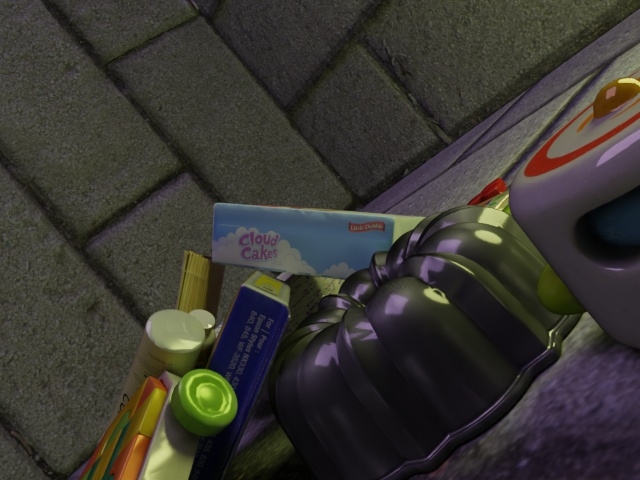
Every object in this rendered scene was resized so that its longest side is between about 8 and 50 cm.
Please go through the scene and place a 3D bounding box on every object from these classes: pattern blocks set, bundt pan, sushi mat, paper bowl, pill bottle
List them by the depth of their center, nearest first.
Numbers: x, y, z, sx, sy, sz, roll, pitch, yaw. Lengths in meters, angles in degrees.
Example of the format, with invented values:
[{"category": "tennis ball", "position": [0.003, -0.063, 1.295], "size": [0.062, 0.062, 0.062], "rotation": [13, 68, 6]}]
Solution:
[{"category": "bundt pan", "position": [0.079, 0.083, 0.633], "size": [0.331, 0.124, 0.331], "rotation": [-40, 2, 2]}, {"category": "pill bottle", "position": [-0.143, 0.118, 0.732], "size": [0.043, 0.043, 0.083], "rotation": [-45, -19, -57]}, {"category": "sushi mat", "position": [-0.182, 0.174, 0.895], "size": [0.151, 0.019, 0.316], "rotation": [39, -121, -79]}, {"category": "pattern blocks set", "position": [0.231, -0.012, 1.020], "size": [0.325, 0.026, 0.285], "rotation": [-41, 3, -14]}, {"category": "paper bowl", "position": [-0.065, 0.154, 1.095], "size": [0.284, 0.148, 0.284], "rotation": [-41, 3, 2]}]

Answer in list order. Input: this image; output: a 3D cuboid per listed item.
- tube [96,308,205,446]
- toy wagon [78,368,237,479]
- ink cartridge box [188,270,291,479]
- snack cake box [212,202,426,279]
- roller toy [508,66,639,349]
[{"category": "tube", "position": [-0.186, 0.180, 0.720], "size": [0.062, 0.070, 0.240], "rotation": [-4, -46, -37]}, {"category": "toy wagon", "position": [-0.180, 0.269, 0.537], "size": [0.267, 0.068, 0.344], "rotation": [-49, 17, 32]}, {"category": "ink cartridge box", "position": [-0.114, 0.190, 0.723], "size": [0.307, 0.072, 0.303], "rotation": [65, -132, -89]}, {"category": "snack cake box", "position": [0.000, 0.000, 0.912], "size": [0.265, 0.089, 0.152], "rotation": [6, 5, 25]}, {"category": "roller toy", "position": [0.226, -0.042, 0.406], "size": [0.209, 0.146, 0.191], "rotation": [-40, 4, -4]}]
